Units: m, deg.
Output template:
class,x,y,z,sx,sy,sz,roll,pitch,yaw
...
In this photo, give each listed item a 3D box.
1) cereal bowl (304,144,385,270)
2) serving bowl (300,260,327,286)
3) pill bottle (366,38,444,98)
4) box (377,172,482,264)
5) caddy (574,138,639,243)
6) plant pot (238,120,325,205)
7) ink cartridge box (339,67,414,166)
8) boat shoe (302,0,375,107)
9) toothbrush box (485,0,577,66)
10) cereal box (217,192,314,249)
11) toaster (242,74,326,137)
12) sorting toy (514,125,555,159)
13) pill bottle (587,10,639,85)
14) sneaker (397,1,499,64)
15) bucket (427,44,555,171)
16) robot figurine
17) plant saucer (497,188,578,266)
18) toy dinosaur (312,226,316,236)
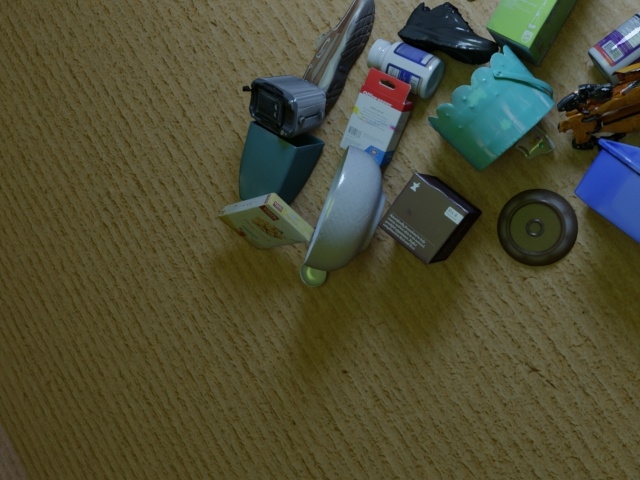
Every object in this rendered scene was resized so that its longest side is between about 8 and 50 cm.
class,x,y,z,sx,sy,sz,roll,pitch,yaw
cereal bowl,0.077,-0.069,1.752,0.141,0.339,0.339,21,101,-2
serving bowl,-0.016,0.092,1.945,0.083,0.027,0.084,1,92,24
pill bottle,0.222,-0.461,1.773,0.186,0.112,0.112,30,104,19
box,0.283,-0.057,1.713,0.168,0.203,0.167,41,107,18
caddy,0.741,-0.097,1.491,0.341,0.241,0.179,42,114,19
plant pot,-0.128,-0.203,1.914,0.165,0.165,0.234,31,115,20
ink cartridge box,0.159,-0.332,1.804,0.134,0.078,0.231,30,113,20
boat shoe,0.038,-0.533,1.848,0.116,0.123,0.325,34,103,21
toothbrush box,0.530,-0.582,1.582,0.122,0.206,0.283,35,106,19
cereal box,-0.155,-0.048,1.888,0.240,0.173,0.047,-10,47,48
toaster,-0.091,-0.373,1.824,0.227,0.146,0.129,34,129,35
sorting toy,0.532,-0.243,1.681,0.083,0.045,0.075,39,121,-11
pill bottle,0.734,-0.460,1.550,0.193,0.108,0.108,-37,78,20
sneaker,0.332,-0.538,1.708,0.286,0.109,0.130,29,95,32
bucket,0.412,-0.312,1.611,0.281,0.281,0.183,-43,88,19
robot figurine,0.695,-0.313,1.548,0.290,0.211,0.085,-15,47,27
plant saucer,0.544,-0.032,1.691,0.198,0.036,0.199,1,94,24
toy dinosaur,0.000,0.000,1.916,0.082,0.090,0.047,52,131,46
